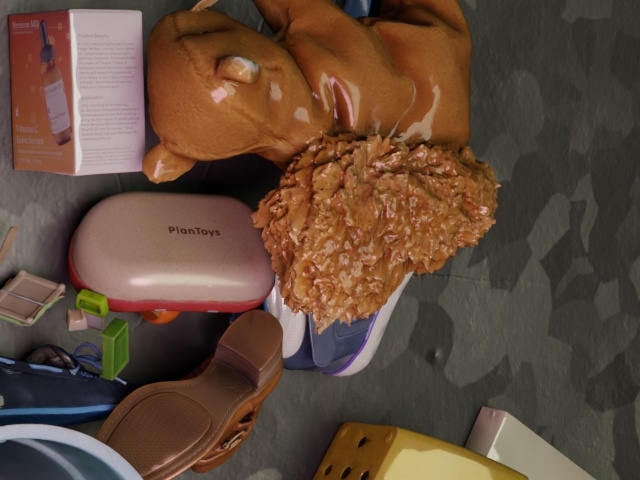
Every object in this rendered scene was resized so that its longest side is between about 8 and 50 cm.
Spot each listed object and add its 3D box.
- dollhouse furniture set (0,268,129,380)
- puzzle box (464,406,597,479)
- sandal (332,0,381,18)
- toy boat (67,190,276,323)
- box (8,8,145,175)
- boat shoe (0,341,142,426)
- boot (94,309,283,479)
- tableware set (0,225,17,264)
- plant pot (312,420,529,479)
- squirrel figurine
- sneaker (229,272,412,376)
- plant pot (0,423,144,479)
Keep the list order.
[{"bbox_3d":[-0.276,0.091,1.620,0.076,0.151,0.059,-54,157,-50],"label":"dollhouse furniture set"},{"bbox_3d":[0.243,0.476,2.164,0.272,0.052,0.409,39,70,-36],"label":"puzzle box"},{"bbox_3d":[0.051,-0.268,1.891,0.138,0.126,0.317,-34,107,-29],"label":"sandal"},{"bbox_3d":[-0.173,0.037,1.718,0.231,0.151,0.151,3,138,-24],"label":"toy boat"},{"bbox_3d":[-0.260,-0.158,1.620,0.091,0.130,0.171,-6,98,-40],"label":"box"},{"bbox_3d":[-0.282,0.149,1.633,0.258,0.109,0.089,13,62,-59],"label":"boat shoe"},{"bbox_3d":[-0.151,0.214,1.724,0.109,0.220,0.283,35,62,11],"label":"boot"},{"bbox_3d":[-0.399,0.034,1.553,0.128,0.039,0.194,50,55,-47],"label":"tableware set"},{"bbox_3d":[0.098,0.342,1.940,0.187,0.212,0.212,36,71,-23],"label":"plant pot"},{"bbox_3d":[-0.003,-0.114,1.637,0.370,0.281,0.397,-3,61,-51],"label":"squirrel figurine"},{"bbox_3d":[0.000,0.000,1.856,0.236,0.130,0.323,22,85,-44],"label":"sneaker"},{"bbox_3d":[-0.370,0.310,1.433,0.341,0.334,0.341,-6,99,-38],"label":"plant pot"}]
